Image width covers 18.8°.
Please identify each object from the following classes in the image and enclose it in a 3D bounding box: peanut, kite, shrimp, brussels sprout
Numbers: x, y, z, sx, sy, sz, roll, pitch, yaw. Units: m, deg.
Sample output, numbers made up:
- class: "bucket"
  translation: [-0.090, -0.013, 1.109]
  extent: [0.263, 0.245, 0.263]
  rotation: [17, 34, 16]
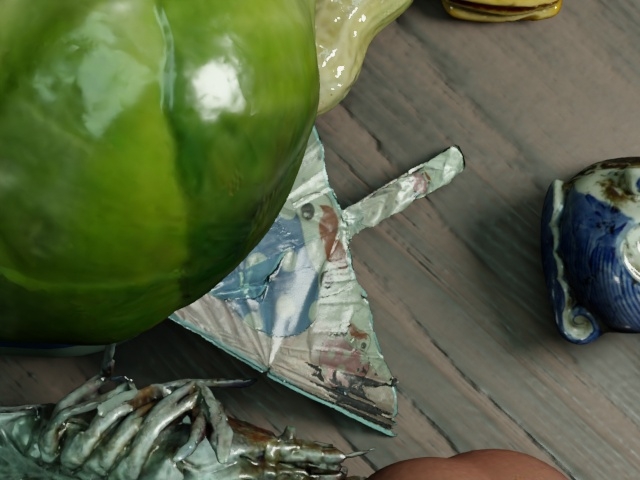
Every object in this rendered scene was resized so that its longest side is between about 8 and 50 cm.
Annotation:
- class: "peanut"
  translation: [0.017, -0.189, 1.545]
  extent: [0.099, 0.090, 0.214]
  rotation: [28, 79, 10]
- class: "kite"
  translation: [0.000, 0.000, 1.478]
  extent: [0.314, 0.011, 0.335]
  rotation: [-25, 104, -34]
- class: "shrimp"
  translation: [-0.168, 0.169, 1.431]
  extent: [0.410, 0.166, 0.221]
  rotation: [5, 110, 12]
- class: "brussels sprout"
  translation: [-0.139, -0.101, 1.287]
  extent: [0.281, 0.289, 0.354]
  rotation: [22, 54, 13]

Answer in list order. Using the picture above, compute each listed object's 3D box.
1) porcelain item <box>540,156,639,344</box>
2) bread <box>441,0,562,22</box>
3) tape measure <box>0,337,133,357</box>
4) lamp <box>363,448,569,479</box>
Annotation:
- class: "porcelain item"
  translation: [0.314, 0.020, 1.503]
  extent: [0.288, 0.138, 0.186]
  rotation: [-4, 95, -8]
- class: "bread"
  translation: [0.139, -0.277, 1.578]
  extent: [0.116, 0.077, 0.200]
  rotation: [-2, 76, -3]
- class: "tape measure"
  translation: [-0.211, -0.044, 1.479]
  extent: [0.262, 0.138, 0.259]
  rotation: [5, 78, -2]
- class: "lamp"
  translation: [0.114, 0.297, 1.344]
  extent: [0.305, 0.239, 0.305]
  rotation: [0, 90, -25]
